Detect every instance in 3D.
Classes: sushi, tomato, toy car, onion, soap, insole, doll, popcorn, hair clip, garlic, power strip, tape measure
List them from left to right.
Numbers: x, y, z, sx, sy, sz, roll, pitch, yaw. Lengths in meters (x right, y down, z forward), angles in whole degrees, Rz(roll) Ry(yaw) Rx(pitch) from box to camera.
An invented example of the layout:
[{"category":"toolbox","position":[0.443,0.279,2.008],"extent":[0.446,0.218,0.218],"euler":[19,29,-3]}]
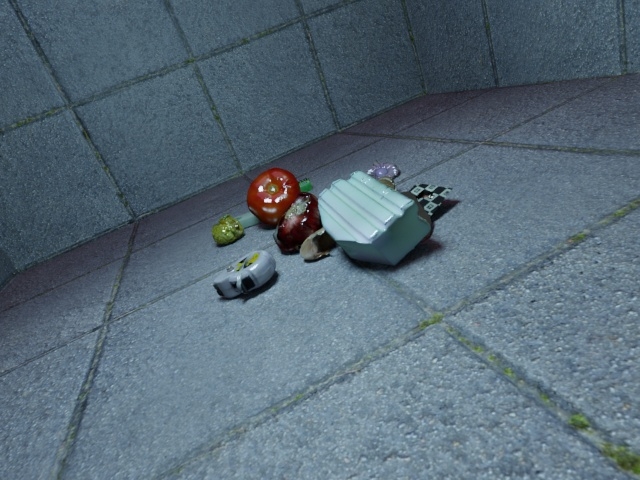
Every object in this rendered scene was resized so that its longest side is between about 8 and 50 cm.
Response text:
[{"category":"popcorn","position":[-0.480,-0.053,2.157],"extent":[0.173,0.142,0.173],"euler":[-43,14,13]},{"category":"power strip","position":[-0.404,-0.112,2.300],"extent":[0.384,0.063,0.091],"euler":[-18,22,7]},{"category":"tape measure","position":[-0.264,0.118,1.562],"extent":[0.197,0.120,0.236],"euler":[-4,32,50]},{"category":"tomato","position":[-0.234,-0.215,2.125],"extent":[0.298,0.299,0.226],"euler":[-22,-18,-2]},{"category":"toy car","position":[-0.129,-0.310,2.500],"extent":[0.165,0.071,0.062],"euler":[-25,36,-9]},{"category":"onion","position":[-0.073,-0.063,1.773],"extent":[0.272,0.195,0.272],"euler":[-44,29,33]},{"category":"garlic","position":[-0.001,0.010,1.626],"extent":[0.174,0.099,0.124],"euler":[-35,6,-39]},{"category":"soap","position":[0.151,-0.082,1.481],"extent":[0.261,0.156,0.446],"euler":[-45,34,1]},{"category":"hair clip","position":[0.323,-0.383,2.250],"extent":[0.172,0.069,0.300],"euler":[-19,22,6]},{"category":"doll","position":[0.287,-0.213,1.852],"extent":[0.114,0.105,0.221],"euler":[19,30,-10]},{"category":"insole","position":[0.343,-0.097,1.557],"extent":[0.111,0.007,0.328],"euler":[-18,36,9]},{"category":"sushi","position":[0.367,-0.111,1.606],"extent":[0.192,0.043,0.279],"euler":[17,58,48]}]
